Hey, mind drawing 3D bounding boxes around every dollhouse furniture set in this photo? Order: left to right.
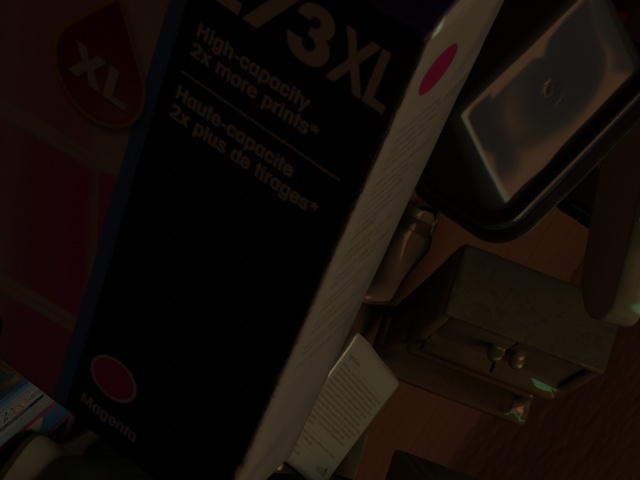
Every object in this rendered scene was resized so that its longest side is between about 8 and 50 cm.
[{"bbox_3d":[0.108,0.237,1.656,0.256,0.362,0.394,128,-18,-70],"label":"dollhouse furniture set"}]

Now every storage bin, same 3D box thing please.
[{"bbox_3d":[0.095,-0.086,0.926,0.135,0.098,0.091,-44,139,-11],"label":"storage bin"}]

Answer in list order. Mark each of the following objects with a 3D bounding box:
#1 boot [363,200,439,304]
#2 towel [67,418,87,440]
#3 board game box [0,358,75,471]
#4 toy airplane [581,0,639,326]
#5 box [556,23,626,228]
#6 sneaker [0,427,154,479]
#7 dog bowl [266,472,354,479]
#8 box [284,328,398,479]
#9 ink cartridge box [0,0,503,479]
[{"bbox_3d":[0.065,0.008,1.587,0.087,0.042,0.118,-64,167,15],"label":"boot"},{"bbox_3d":[-0.117,0.079,1.119,0.110,0.027,0.148,-45,165,-33],"label":"towel"},{"bbox_3d":[-0.192,0.133,0.957,0.160,0.039,0.211,-41,162,-46],"label":"board game box"},{"bbox_3d":[0.252,-0.187,1.187,0.384,0.272,0.386,-70,170,-52],"label":"toy airplane"},{"bbox_3d":[0.233,-0.116,1.561,0.167,0.168,0.203,-54,167,2],"label":"box"},{"bbox_3d":[-0.112,0.146,0.992,0.064,0.086,0.192,-56,169,4],"label":"sneaker"},{"bbox_3d":[-0.105,0.321,1.132,0.408,0.150,0.408,-45,-147,40],"label":"dog bowl"},{"bbox_3d":[-0.025,0.080,1.112,0.087,0.101,0.102,-52,154,-8],"label":"box"},{"bbox_3d":[-0.045,-0.062,0.659,0.069,0.176,0.371,-41,162,-44],"label":"ink cartridge box"}]
